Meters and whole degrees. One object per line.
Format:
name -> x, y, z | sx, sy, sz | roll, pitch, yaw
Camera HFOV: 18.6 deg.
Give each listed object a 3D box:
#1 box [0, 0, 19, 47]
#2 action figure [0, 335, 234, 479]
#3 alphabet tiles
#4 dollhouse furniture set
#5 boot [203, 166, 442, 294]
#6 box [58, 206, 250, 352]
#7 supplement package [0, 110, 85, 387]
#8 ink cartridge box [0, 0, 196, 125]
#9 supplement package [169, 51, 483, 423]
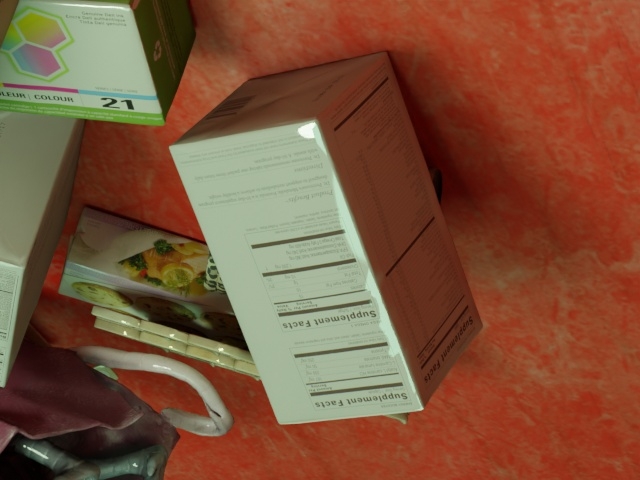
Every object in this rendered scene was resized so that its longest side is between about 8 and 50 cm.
box -> -0.275, -0.174, 1.312 | 0.121, 0.148, 0.311 | 28, 120, 0
action figure -> -0.307, 0.109, 1.814 | 0.370, 0.276, 0.248 | 40, 161, 32
alphabet tiles -> -0.064, 0.112, 1.760 | 0.284, 0.021, 0.278 | 13, 174, 36
dollhouse furniture set -> -0.253, 0.123, 1.932 | 0.081, 0.091, 0.114 | -19, 133, 19
boot -> -0.001, 0.002, 1.646 | 0.179, 0.085, 0.236 | 18, 145, 0
box -> -0.073, 0.056, 1.768 | 0.324, 0.063, 0.067 | 18, 149, -6
supplement package -> -0.293, -0.024, 1.614 | 0.149, 0.194, 0.203 | 17, 146, -3
ink cartridge box -> -0.211, -0.206, 1.406 | 0.189, 0.097, 0.255 | 6, 146, 13
supplement package -> 0.009, 0.001, 1.504 | 0.134, 0.139, 0.244 | -9, 112, 31
